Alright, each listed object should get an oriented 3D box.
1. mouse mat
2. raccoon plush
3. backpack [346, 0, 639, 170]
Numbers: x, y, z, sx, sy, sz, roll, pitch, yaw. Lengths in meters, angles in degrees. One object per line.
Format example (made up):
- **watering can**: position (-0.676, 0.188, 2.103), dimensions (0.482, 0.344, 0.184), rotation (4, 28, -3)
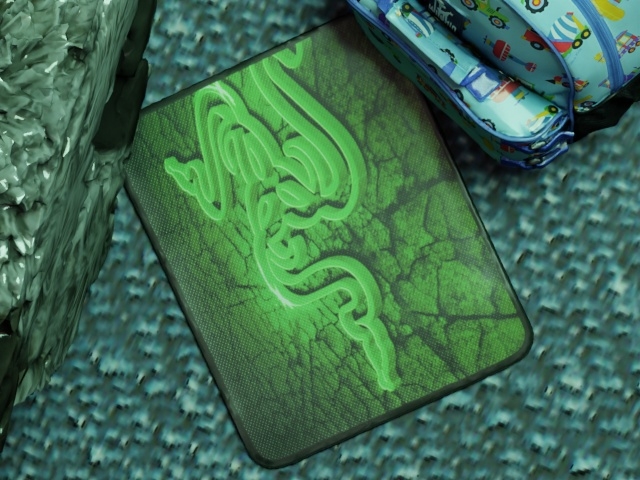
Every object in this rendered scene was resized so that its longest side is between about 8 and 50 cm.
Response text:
- **mouse mat**: position (0.000, 0.000, 0.895), dimensions (0.152, 0.007, 0.190), rotation (-25, 91, 3)
- **raccoon plush**: position (-0.248, -0.031, 0.722), dimensions (0.299, 0.446, 0.216), rotation (15, 125, 1)
- **backpack**: position (0.080, -0.117, 0.794), dimensions (0.117, 0.173, 0.158), rotation (-45, 84, 1)
